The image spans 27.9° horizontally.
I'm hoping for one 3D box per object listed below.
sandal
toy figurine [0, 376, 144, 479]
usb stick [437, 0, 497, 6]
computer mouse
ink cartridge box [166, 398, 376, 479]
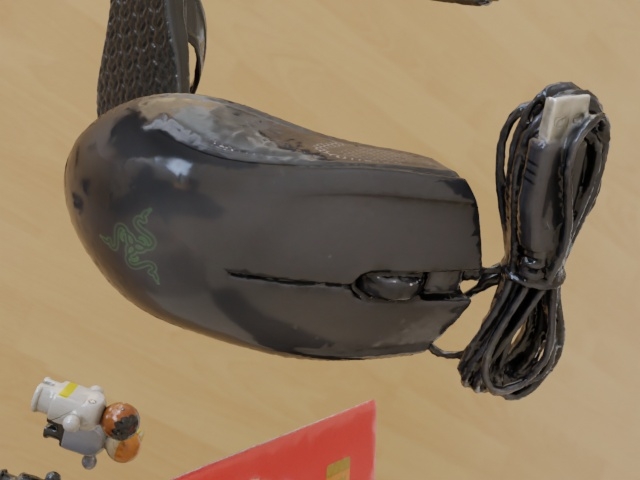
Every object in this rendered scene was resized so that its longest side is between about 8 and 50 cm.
[{"bbox_3d":[-0.212,-0.295,1.758,0.107,0.168,0.445,-3,100,-47],"label":"sandal"},{"bbox_3d":[-0.309,0.293,1.634,0.148,0.213,0.209,19,63,3],"label":"toy figurine"},{"bbox_3d":[0.056,-0.279,1.255,0.045,0.278,0.077,18,87,-58],"label":"usb stick"},{"bbox_3d":[0.000,0.000,0.640,0.272,0.072,0.188,9,121,1],"label":"computer mouse"},{"bbox_3d":[-0.021,0.239,0.665,0.296,0.066,0.261,-9,105,-60],"label":"ink cartridge box"}]
